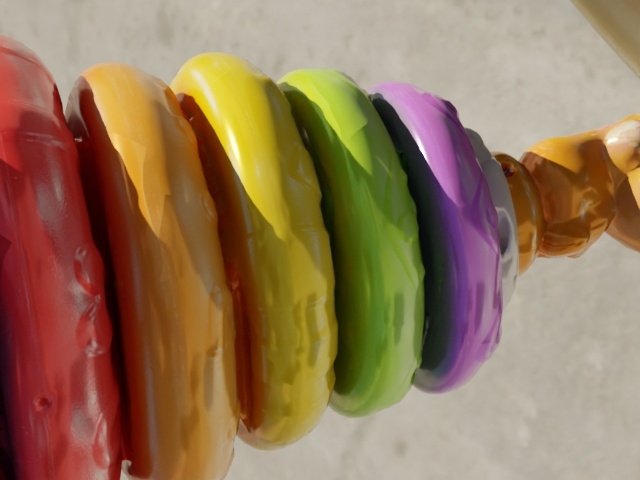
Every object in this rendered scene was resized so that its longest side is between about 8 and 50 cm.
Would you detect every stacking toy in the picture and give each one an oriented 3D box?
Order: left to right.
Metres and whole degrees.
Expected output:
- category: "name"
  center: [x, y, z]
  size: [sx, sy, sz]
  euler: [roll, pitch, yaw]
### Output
- category: "stacking toy"
  center: [0.000, 0.000, 0.499]
  size: [0.175, 0.302, 0.165]
  euler: [-122, 26, -53]

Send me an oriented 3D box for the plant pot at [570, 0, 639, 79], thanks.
- category: "plant pot"
  center: [0.200, -0.191, 0.482]
  size: [0.323, 0.280, 0.323]
  euler: [49, -178, -2]
